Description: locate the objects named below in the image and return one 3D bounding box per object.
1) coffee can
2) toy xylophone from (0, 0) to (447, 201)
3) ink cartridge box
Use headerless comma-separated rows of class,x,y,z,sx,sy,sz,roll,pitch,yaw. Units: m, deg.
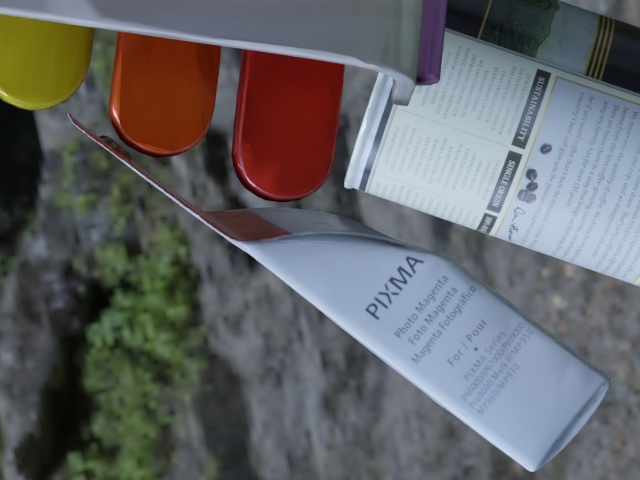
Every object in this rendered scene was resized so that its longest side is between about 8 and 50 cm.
coffee can,0.180,-0.092,1.529,0.201,0.275,0.201,19,-90,-89
toy xylophone,-0.086,-0.158,0.717,0.081,0.323,0.236,163,122,-74
ink cartridge box,0.000,0.000,0.827,0.232,0.066,0.189,42,178,-9
